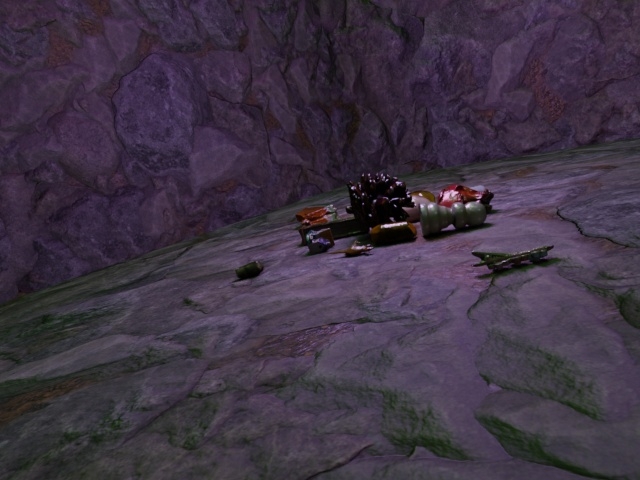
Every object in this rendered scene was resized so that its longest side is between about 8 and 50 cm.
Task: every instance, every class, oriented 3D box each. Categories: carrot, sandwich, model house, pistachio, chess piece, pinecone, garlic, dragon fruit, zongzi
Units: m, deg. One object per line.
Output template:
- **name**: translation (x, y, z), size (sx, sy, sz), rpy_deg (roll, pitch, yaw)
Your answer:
- **carrot**: translation (0.283, -0.033, 1.692), size (0.173, 0.082, 0.082), rpy_deg (-14, 11, 19)
- **sandwich**: translation (-0.034, -0.145, 2.538), size (0.212, 0.109, 0.292), rpy_deg (-17, 12, -17)
- **model house**: translation (0.000, 0.000, 1.854), size (0.100, 0.088, 0.101), rpy_deg (-12, 15, 17)
- **pistachio**: translation (0.521, -0.209, 2.200), size (0.110, 0.100, 0.189), rpy_deg (-20, 10, -6)
- **chess piece**: translation (0.501, -0.094, 1.640), size (0.243, 0.133, 0.133), rpy_deg (-7, 12, 10)
- **pinecone**: translation (0.254, -0.162, 1.836), size (0.295, 0.242, 0.298), rpy_deg (7, 28, -8)
- **garlic**: translation (0.413, -0.145, 1.998), size (0.206, 0.115, 0.128), rpy_deg (-12, 18, 25)
- **dragon fruit**: translation (0.631, -0.177, 1.842), size (0.211, 0.134, 0.262), rpy_deg (1, 19, 42)
- **zongzi**: translation (-0.282, 0.117, 1.746), size (0.104, 0.052, 0.113), rpy_deg (-19, -2, 5)

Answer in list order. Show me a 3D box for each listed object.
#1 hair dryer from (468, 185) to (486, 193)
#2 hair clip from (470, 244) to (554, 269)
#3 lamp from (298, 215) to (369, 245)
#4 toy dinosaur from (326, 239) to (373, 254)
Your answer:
- **hair dryer**: translation (0.711, -0.219, 2.159), size (0.131, 0.073, 0.236), rpy_deg (-14, 2, -10)
- **hair clip**: translation (0.503, 0.047, 1.134), size (0.213, 0.056, 0.062), rpy_deg (-5, -4, 4)
- **lamp**: translation (0.066, -0.053, 2.031), size (0.325, 0.090, 0.089), rpy_deg (-10, 11, 12)
- **toy dinosaur**: translation (0.113, 0.042, 1.646), size (0.162, 0.039, 0.126), rpy_deg (-17, 13, -10)
